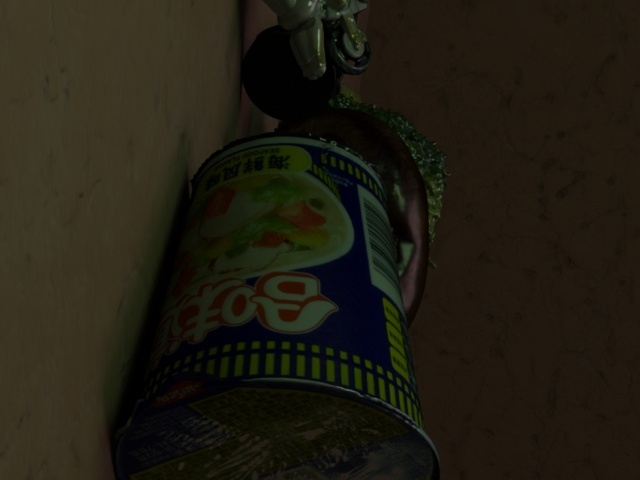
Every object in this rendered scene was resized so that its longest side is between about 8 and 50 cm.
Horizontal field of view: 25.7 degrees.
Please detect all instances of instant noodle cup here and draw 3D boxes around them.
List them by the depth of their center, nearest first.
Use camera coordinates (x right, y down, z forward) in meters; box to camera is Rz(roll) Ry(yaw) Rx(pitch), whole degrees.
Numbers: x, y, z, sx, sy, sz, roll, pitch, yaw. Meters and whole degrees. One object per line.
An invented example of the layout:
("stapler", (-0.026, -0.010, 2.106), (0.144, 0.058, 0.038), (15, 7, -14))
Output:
("instant noodle cup", (-0.034, 0.076, 1.256), (0.284, 0.284, 0.312), (92, 0, -50))

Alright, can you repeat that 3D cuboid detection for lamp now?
("lamp", (-0.052, -0.228, 1.727), (0.130, 0.108, 0.371), (53, 4, -19))

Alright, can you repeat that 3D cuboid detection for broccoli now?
("broccoli", (0.044, -0.051, 1.769), (0.288, 0.235, 0.260), (85, -8, -53))

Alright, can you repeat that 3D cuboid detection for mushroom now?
("mushroom", (0.014, 0.002, 1.546), (0.278, 0.163, 0.297), (8, -89, 52))

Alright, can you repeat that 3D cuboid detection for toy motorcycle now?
("toy motorcycle", (-0.019, -0.281, 1.507), (0.151, 0.074, 0.229), (-4, 76, -44))

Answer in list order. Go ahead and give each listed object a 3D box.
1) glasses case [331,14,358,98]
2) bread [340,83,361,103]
("glasses case", (0.012, -0.350, 1.965), (0.128, 0.083, 0.308), (149, -50, -75))
("bread", (0.004, -0.163, 2.048), (0.111, 0.129, 0.114), (54, 34, -64))
